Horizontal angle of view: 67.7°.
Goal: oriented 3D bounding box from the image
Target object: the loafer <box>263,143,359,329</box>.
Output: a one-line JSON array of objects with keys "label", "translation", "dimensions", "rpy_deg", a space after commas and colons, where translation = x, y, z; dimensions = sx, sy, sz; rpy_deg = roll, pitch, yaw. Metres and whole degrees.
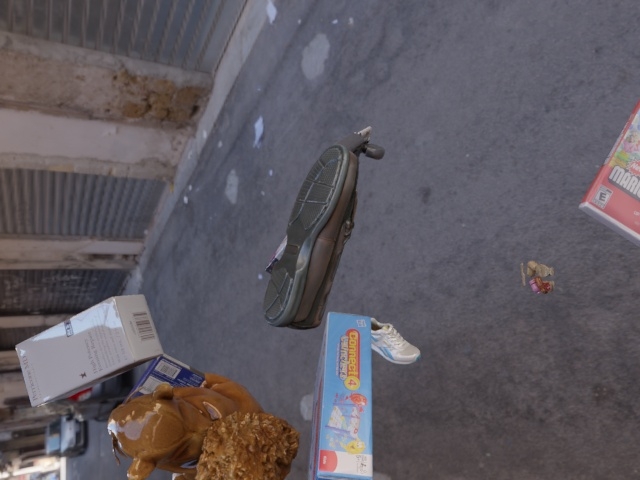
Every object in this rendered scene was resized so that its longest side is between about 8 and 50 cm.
[{"label": "loafer", "translation": [0.000, 0.000, 0.683], "dimensions": [0.096, 0.084, 0.268], "rpy_deg": [25, 94, 56]}]

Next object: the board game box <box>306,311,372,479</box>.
[{"label": "board game box", "translation": [0.032, 0.353, 0.924], "dimensions": [0.302, 0.086, 0.309], "rpy_deg": [99, 178, -46]}]

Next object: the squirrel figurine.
[{"label": "squirrel figurine", "translation": [-0.250, 0.431, 1.051], "dimensions": [0.396, 0.370, 0.281], "rpy_deg": [9, 66, 25]}]

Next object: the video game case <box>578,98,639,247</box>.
[{"label": "video game case", "translation": [0.612, -0.122, 0.843], "dimensions": [0.285, 0.204, 0.025], "rpy_deg": [-57, -1, -7]}]

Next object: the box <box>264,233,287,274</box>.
[{"label": "box", "translation": [-0.049, 0.030, 1.429], "dimensions": [0.163, 0.142, 0.247], "rpy_deg": [-59, 6, -28]}]

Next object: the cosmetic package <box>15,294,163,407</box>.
[{"label": "cosmetic package", "translation": [-0.397, 0.188, 0.818], "dimensions": [0.230, 0.085, 0.118], "rpy_deg": [-26, 79, 14]}]

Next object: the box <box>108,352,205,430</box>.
[{"label": "box", "translation": [-0.413, 0.405, 1.205], "dimensions": [0.225, 0.136, 0.036], "rpy_deg": [-55, 24, -3]}]

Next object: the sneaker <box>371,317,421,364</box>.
[{"label": "sneaker", "translation": [0.238, 0.344, 1.625], "dimensions": [0.228, 0.087, 0.093], "rpy_deg": [20, 123, 39]}]

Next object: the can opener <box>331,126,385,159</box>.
[{"label": "can opener", "translation": [0.096, -0.232, 1.206], "dimensions": [0.093, 0.280, 0.074], "rpy_deg": [23, 117, 16]}]

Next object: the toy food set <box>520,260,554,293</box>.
[{"label": "toy food set", "translation": [0.499, 0.087, 1.085], "dimensions": [0.122, 0.019, 0.078], "rpy_deg": [-139, 39, -80]}]
